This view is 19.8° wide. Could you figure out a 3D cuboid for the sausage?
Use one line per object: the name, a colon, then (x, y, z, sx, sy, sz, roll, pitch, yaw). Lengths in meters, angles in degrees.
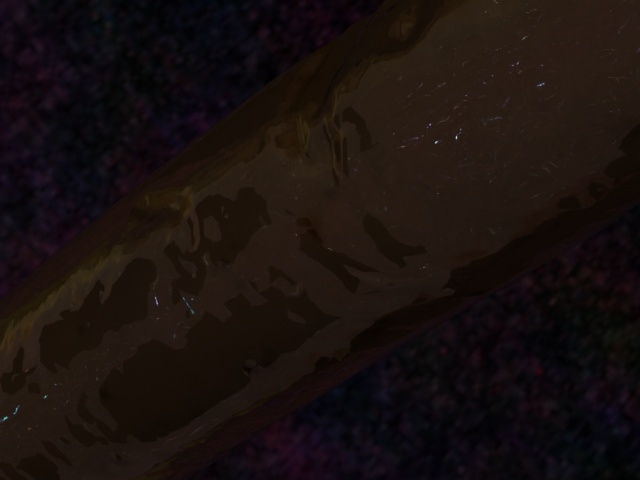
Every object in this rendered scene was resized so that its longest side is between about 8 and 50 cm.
sausage: (-0.001, 0.001, 0.372, 0.301, 0.066, 0.066, -36, 97, 35)
